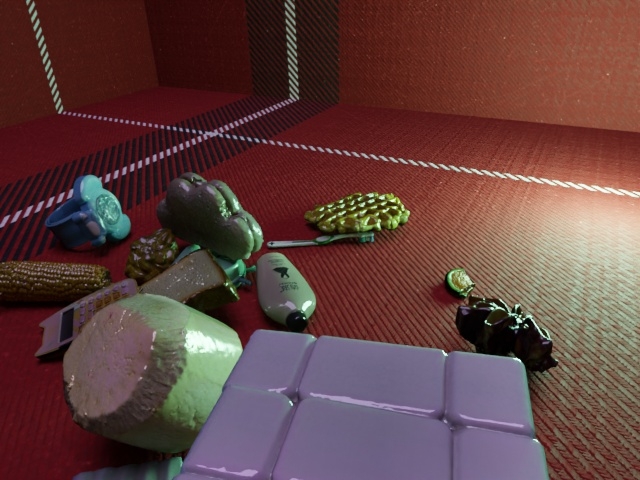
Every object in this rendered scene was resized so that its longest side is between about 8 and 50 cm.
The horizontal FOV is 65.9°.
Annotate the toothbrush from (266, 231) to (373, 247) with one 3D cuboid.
[{"bbox_3d":[0.000,-0.002,1.393,0.304,0.030,0.030,-4,29,-4],"label":"toothbrush"}]

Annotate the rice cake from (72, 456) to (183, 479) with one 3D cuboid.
[{"bbox_3d":[-0.268,0.395,0.672,0.189,0.037,0.198,-4,29,-5],"label":"rice cake"}]

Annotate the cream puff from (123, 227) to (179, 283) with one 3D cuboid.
[{"bbox_3d":[-0.428,0.037,1.260,0.146,0.116,0.146,2,28,-1],"label":"cream puff"}]

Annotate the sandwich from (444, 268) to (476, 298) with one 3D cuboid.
[{"bbox_3d":[0.332,0.104,1.187,0.069,0.026,0.101,-4,31,-13],"label":"sandwich"}]

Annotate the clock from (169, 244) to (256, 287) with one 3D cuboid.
[{"bbox_3d":[-0.259,0.073,1.233,0.211,0.066,0.159,3,30,7],"label":"clock"}]

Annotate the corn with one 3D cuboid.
[{"bbox_3d":[-0.639,0.096,1.173,0.293,0.106,0.106,-1,29,-1],"label":"corn"}]

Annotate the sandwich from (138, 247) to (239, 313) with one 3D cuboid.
[{"bbox_3d":[-0.302,0.121,1.071,0.214,0.065,0.186,-36,38,-11],"label":"sandwich"}]

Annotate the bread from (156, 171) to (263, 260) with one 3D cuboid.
[{"bbox_3d":[-0.294,-0.071,1.249,0.337,0.183,0.102,17,41,32],"label":"bread"}]

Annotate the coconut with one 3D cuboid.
[{"bbox_3d":[-0.256,0.218,0.804,0.239,0.244,0.239,-13,59,23],"label":"coconut"}]

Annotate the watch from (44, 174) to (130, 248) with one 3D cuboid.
[{"bbox_3d":[-0.682,-0.061,1.412,0.193,0.211,0.211,-15,24,21],"label":"watch"}]

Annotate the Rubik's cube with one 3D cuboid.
[{"bbox_3d":[0.041,0.319,0.505,0.319,0.322,0.316,4,30,13],"label":"Rubik's cube"}]

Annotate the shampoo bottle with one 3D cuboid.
[{"bbox_3d":[-0.083,0.118,1.126,0.127,0.078,0.257,-1,30,-21],"label":"shampoo bottle"}]

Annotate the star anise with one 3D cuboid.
[{"bbox_3d":[0.357,0.185,0.945,0.190,0.126,0.220,14,4,27],"label":"star anise"}]

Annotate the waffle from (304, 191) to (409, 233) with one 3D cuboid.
[{"bbox_3d":[0.113,-0.086,1.483,0.301,0.058,0.281,-11,22,-18],"label":"waffle"}]

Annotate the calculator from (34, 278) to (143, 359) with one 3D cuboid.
[{"bbox_3d":[-0.487,0.162,1.057,0.236,0.033,0.157,-29,33,-7],"label":"calculator"}]
